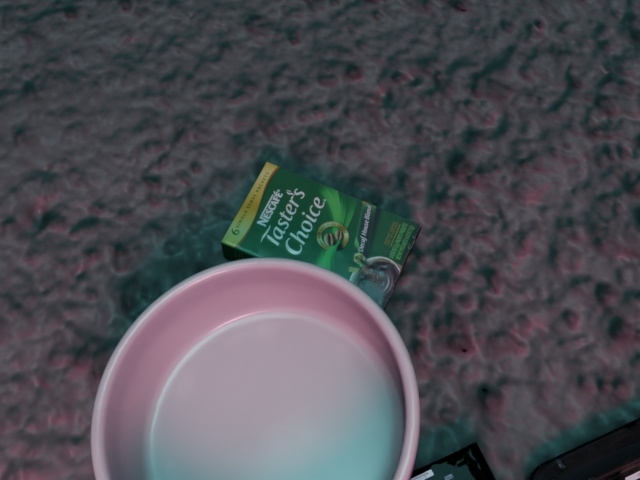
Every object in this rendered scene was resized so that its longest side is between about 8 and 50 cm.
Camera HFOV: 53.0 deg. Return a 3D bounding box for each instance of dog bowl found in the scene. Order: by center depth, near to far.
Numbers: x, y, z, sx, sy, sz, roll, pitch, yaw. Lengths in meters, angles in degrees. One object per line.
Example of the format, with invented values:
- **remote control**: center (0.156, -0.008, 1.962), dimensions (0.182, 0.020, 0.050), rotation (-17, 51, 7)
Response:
- **dog bowl**: center (-0.048, 0.153, 0.549), dimensions (0.264, 0.104, 0.265), rotation (-3, 61, 6)

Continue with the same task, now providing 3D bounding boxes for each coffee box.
- **coffee box**: center (0.000, 0.000, 0.679), dimensions (0.184, 0.040, 0.113), rotation (24, 66, 8)

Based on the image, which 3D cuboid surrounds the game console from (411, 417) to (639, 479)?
- **game console**: center (0.227, 0.263, 0.566), dimensions (0.361, 0.044, 0.213), rotation (-20, 68, -10)
